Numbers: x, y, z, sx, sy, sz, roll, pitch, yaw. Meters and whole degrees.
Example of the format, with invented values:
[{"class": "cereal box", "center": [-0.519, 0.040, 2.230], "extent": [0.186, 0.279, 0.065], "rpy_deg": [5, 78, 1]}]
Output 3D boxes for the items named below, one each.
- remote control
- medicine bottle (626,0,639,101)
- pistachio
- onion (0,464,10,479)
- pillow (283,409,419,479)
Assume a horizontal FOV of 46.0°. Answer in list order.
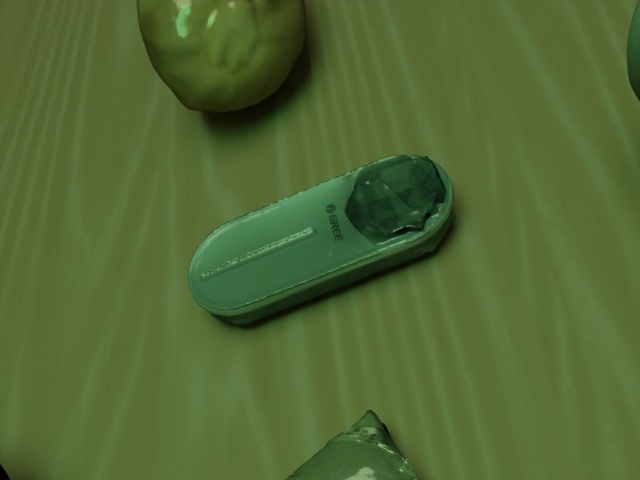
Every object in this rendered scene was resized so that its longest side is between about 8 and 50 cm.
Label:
[{"class": "remote control", "center": [0.000, 0.000, 0.663], "extent": [0.247, 0.052, 0.104], "rpy_deg": [-21, 48, 8]}, {"class": "medicine bottle", "center": [0.374, -0.062, 0.417], "extent": [0.219, 0.219, 0.388], "rpy_deg": [-29, 46, 2]}, {"class": "pistachio", "center": [-0.111, -0.264, 0.857], "extent": [0.187, 0.188, 0.299], "rpy_deg": [-16, 42, 14]}, {"class": "onion", "center": [-0.337, 0.237, 0.489], "extent": [0.272, 0.285, 0.273], "rpy_deg": [3, 72, -8]}, {"class": "pillow", "center": [0.038, 0.230, 0.462], "extent": [0.148, 0.050, 0.230], "rpy_deg": [-40, 47, 0]}]
